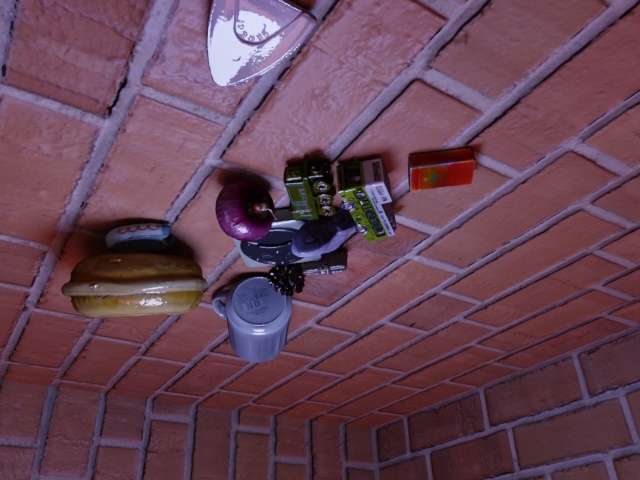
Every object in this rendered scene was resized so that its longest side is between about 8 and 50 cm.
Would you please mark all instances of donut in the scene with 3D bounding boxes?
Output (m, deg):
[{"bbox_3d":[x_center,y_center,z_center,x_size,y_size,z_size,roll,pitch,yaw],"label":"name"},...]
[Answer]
[{"bbox_3d":[-0.589,0.146,1.838,0.450,0.197,0.449,-3,174,0],"label":"donut"}]

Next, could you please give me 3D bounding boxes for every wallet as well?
[{"bbox_3d":[0.016,0.077,1.930,0.153,0.118,0.038,-5,117,10],"label":"wallet"}]

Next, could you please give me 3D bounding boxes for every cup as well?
[{"bbox_3d":[-0.267,0.274,2.149,0.323,0.236,0.326,27,150,11],"label":"cup"}]

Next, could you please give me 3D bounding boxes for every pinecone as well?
[{"bbox_3d":[-0.121,0.128,1.983,0.121,0.140,0.140,-9,149,32],"label":"pinecone"}]

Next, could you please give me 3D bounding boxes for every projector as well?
[{"bbox_3d":[-0.138,0.003,1.826,0.258,0.079,0.259,-6,149,5],"label":"projector"}]

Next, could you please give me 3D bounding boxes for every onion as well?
[{"bbox_3d":[-0.208,-0.084,1.593,0.178,0.177,0.153,10,148,-19],"label":"onion"}]

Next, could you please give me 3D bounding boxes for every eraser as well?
[{"bbox_3d":[-0.156,-0.415,1.174,0.205,0.059,0.243,18,139,-29],"label":"eraser"}]

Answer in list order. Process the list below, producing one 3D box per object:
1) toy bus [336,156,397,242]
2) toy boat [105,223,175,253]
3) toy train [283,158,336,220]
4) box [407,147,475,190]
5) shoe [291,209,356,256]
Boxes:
[{"bbox_3d":[0.143,-0.111,1.641,0.140,0.113,0.301,-12,149,15],"label":"toy bus"},{"bbox_3d":[-0.567,-0.015,1.795,0.208,0.078,0.134,-9,160,-7],"label":"toy boat"},{"bbox_3d":[-0.030,-0.139,1.599,0.137,0.090,0.225,-3,148,8],"label":"toy train"},{"bbox_3d":[0.329,-0.194,1.568,0.175,0.048,0.112,-6,150,5],"label":"box"},{"bbox_3d":[0.000,0.000,1.727,0.245,0.095,0.137,-28,157,-37],"label":"shoe"}]
